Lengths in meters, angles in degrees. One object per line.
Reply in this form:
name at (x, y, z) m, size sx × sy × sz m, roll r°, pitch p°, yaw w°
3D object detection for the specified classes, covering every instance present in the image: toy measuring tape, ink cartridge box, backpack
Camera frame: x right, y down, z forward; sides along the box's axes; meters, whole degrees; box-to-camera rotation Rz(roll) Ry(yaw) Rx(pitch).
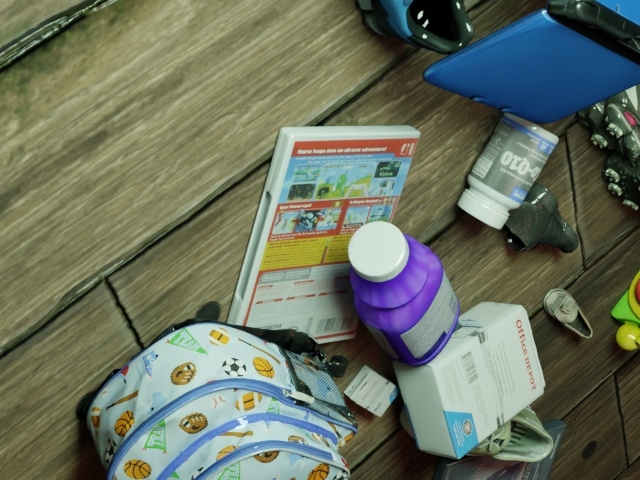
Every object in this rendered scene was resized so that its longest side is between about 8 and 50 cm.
toy measuring tape at (0.579, 0.044, 2.092) m, size 0.330 × 0.121 × 0.121 m, roll -52°, pitch 140°, yaw -1°
ink cartridge box at (0.202, 0.184, 1.805) m, size 0.190 × 0.082 × 0.140 m, roll -30°, pitch 111°, yaw -38°
ink cartridge box at (0.065, 0.196, 1.774) m, size 0.048 × 0.028 × 0.083 m, roll -53°, pitch 141°, yaw 0°
backpack at (-0.117, 0.221, 1.479) m, size 0.263 × 0.213 × 0.276 m, roll 33°, pitch 105°, yaw -37°

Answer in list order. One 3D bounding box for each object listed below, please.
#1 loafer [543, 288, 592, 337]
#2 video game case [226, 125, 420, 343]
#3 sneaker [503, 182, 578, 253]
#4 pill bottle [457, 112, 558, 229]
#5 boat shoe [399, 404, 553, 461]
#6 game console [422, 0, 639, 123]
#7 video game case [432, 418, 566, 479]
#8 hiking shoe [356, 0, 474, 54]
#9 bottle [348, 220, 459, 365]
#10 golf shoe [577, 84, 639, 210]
loafer at (0.372, 0.110, 1.998) m, size 0.045 × 0.039 × 0.125 m, roll -51°, pitch 140°, yaw -1°
video game case at (0.000, 0.000, 1.573) m, size 0.204 × 0.025 × 0.285 m, roll -5°, pitch 121°, yaw -41°
sneaker at (0.287, -0.015, 1.822) m, size 0.089 × 0.051 × 0.170 m, roll -45°, pitch 135°, yaw -9°
pill bottle at (0.234, -0.088, 1.691) m, size 0.078 × 0.078 × 0.137 m, roll 19°, pitch 104°, yaw -49°
boat shoe at (0.235, 0.260, 1.933) m, size 0.302 × 0.094 × 0.109 m, roll 12°, pitch 109°, yaw -47°
game console at (0.268, -0.255, 1.413) m, size 0.293 × 0.173 × 0.250 m, roll 9°, pitch 93°, yaw -55°
video game case at (0.265, 0.394, 2.116) m, size 0.274 × 0.026 × 0.196 m, roll -11°, pitch 125°, yaw -40°
hiking shoe at (0.078, -0.308, 1.340) m, size 0.113 × 0.132 × 0.304 m, roll -46°, pitch 140°, yaw -9°
bottle at (0.096, 0.060, 1.609) m, size 0.118 × 0.092 × 0.283 m, roll -58°, pitch 156°, yaw -11°
golf shoe at (0.450, -0.131, 1.854) m, size 0.120 × 0.105 × 0.273 m, roll -51°, pitch 141°, yaw -14°
